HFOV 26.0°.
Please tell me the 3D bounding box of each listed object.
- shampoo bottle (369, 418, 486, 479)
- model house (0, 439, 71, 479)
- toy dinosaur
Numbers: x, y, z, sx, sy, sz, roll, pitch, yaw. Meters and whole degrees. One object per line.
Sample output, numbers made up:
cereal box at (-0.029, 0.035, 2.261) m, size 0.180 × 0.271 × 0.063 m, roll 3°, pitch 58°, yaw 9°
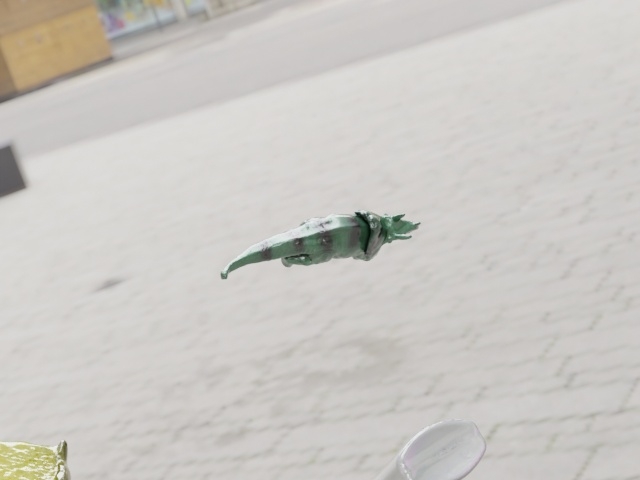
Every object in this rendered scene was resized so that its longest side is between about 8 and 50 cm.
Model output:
shampoo bottle at (0.091, 0.226, 1.324) m, size 0.086 × 0.056 × 0.227 m, roll -24°, pitch -15°, yaw -17°
model house at (-0.413, 0.308, 1.545) m, size 0.234 × 0.175 × 0.193 m, roll 20°, pitch 26°, yaw -18°
toy dinosaur at (-0.001, 0.001, 1.948) m, size 0.291 × 0.079 × 0.120 m, roll -11°, pitch -4°, yaw -4°
